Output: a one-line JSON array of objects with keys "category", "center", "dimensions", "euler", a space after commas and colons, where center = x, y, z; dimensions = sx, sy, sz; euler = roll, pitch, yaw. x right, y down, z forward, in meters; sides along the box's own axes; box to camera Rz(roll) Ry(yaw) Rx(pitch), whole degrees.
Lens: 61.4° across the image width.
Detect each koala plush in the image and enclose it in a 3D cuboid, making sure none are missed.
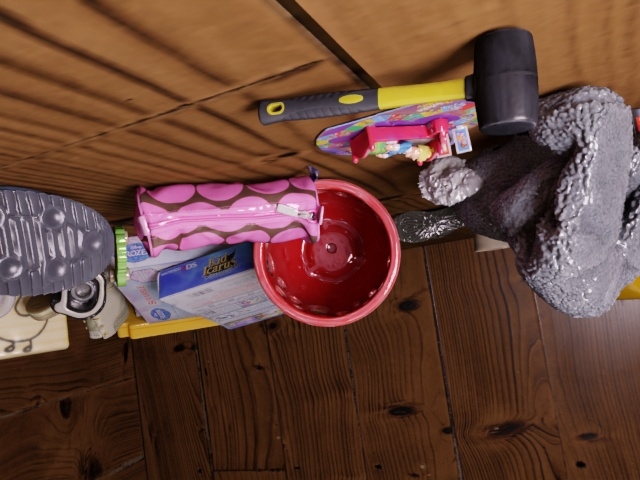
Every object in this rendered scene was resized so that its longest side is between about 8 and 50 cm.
[{"category": "koala plush", "center": [0.224, -0.043, 0.576], "dimensions": [0.196, 0.203, 0.221], "euler": [10, -172, -33]}]

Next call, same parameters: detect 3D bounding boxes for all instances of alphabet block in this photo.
[{"category": "alphabet block", "center": [-0.656, 0.150, 1.115], "dimensions": [0.197, 0.193, 0.193], "euler": [-5, 176, -40]}]

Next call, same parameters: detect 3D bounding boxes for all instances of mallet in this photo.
[{"category": "mallet", "center": [0.047, -0.106, 0.364], "dimensions": [0.189, 0.062, 0.039], "euler": [5, 178, 18]}]

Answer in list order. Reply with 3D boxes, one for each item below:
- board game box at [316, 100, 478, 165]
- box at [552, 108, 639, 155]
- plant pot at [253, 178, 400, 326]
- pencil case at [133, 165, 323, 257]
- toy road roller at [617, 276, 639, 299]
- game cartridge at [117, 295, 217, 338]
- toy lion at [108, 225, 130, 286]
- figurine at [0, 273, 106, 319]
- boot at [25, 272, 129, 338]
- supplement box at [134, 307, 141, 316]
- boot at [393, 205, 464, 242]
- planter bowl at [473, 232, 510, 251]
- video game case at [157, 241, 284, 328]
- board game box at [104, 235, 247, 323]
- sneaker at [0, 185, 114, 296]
[{"category": "board game box", "center": [0.080, -0.092, 0.521], "dimensions": [0.168, 0.033, 0.133], "euler": [-11, 174, 25]}, {"category": "box", "center": [0.349, -0.115, 0.688], "dimensions": [0.114, 0.036, 0.207], "euler": [-6, 174, -20]}, {"category": "plant pot", "center": [0.012, 0.017, 0.764], "dimensions": [0.191, 0.191, 0.174], "euler": [-9, 178, 3]}, {"category": "pencil case", "center": [-0.103, -0.029, 0.610], "dimensions": [0.209, 0.095, 0.098], "euler": [-7, -159, -13]}, {"category": "toy road roller", "center": [0.475, -0.006, 0.949], "dimensions": [0.329, 0.241, 0.202], "euler": [-6, 174, -26]}, {"category": "game cartridge", "center": [-0.390, 0.139, 1.402], "dimensions": [0.285, 0.053, 0.323], "euler": [-7, -158, -23]}, {"category": "toy lion", "center": [-0.314, 0.026, 0.845], "dimensions": [0.034, 0.100, 0.096], "euler": [-4, -168, -25]}, {"category": "figurine", "center": [-0.486, 0.070, 0.931], "dimensions": [0.214, 0.092, 0.209], "euler": [3, -174, -23]}, {"category": "boot", "center": [-0.480, 0.141, 1.096], "dimensions": [0.077, 0.165, 0.213], "euler": [19, -146, 23]}, {"category": "supplement box", "center": [-0.320, 0.091, 1.270], "dimensions": [0.239, 0.130, 0.073], "euler": [-7, -154, -10]}, {"category": "boot", "center": [0.254, -0.036, 1.288], "dimensions": [0.189, 0.076, 0.208], "euler": [-7, -178, 3]}, {"category": "planter bowl", "center": [0.430, -0.038, 1.251], "dimensions": [0.162, 0.109, 0.162], "euler": [-9, 175, -1]}, {"category": "video game case", "center": [-0.117, 0.080, 1.005], "dimensions": [0.269, 0.061, 0.244], "euler": [-18, 153, 15]}, {"category": "board game box", "center": [-0.230, 0.072, 1.094], "dimensions": [0.317, 0.066, 0.319], "euler": [-8, 155, -7]}, {"category": "sneaker", "center": [-0.372, -0.002, 0.517], "dimensions": [0.319, 0.112, 0.131], "euler": [0, -173, -43]}]
